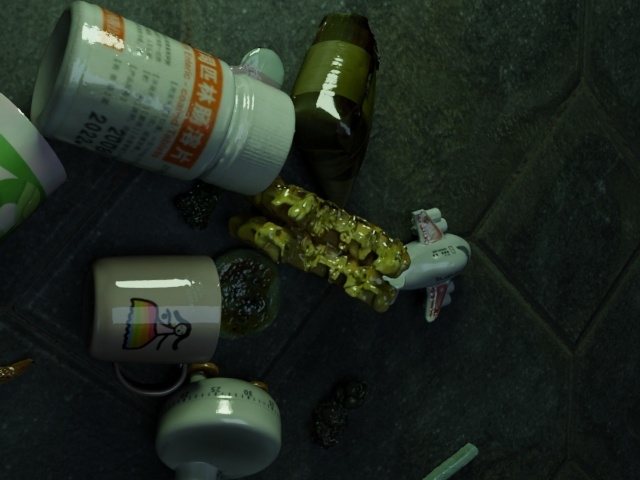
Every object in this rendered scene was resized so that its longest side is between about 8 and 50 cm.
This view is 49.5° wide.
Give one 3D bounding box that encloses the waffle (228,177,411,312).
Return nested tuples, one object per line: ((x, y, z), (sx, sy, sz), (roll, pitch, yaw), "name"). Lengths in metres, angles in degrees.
((0.000, 0.000, 1.283), (0.324, 0.261, 0.151), (29, 92, -26), "waffle")

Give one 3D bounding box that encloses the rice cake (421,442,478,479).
((0.310, 0.547, 1.672), (0.170, 0.033, 0.029), (-31, 108, -20), "rice cake")

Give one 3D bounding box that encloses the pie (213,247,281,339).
((-0.152, 0.105, 1.340), (0.186, 0.041, 0.187), (-8, 105, -31), "pie")

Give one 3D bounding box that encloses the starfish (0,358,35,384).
((-0.653, 0.186, 1.063), (0.301, 0.084, 0.294), (-36, 115, -14), "starfish")

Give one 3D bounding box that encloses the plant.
((0.039, 0.364, 1.473), (0.174, 0.087, 0.085), (-52, 147, -6), "plant")

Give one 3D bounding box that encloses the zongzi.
((0.041, -0.245, 1.366), (0.318, 0.154, 0.290), (76, 30, -59), "zongzi")

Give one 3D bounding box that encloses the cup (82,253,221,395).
((-0.298, 0.147, 1.191), (0.200, 0.191, 0.253), (2, 105, -26), "cup")

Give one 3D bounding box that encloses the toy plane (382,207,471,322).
((0.223, 0.053, 1.495), (0.252, 0.118, 0.252), (-6, 102, -30), "toy plane")

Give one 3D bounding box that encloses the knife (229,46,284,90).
((-0.249, -0.281, 1.226), (0.398, 0.038, 0.132), (-5, 105, -27), "knife")

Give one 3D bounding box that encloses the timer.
((-0.186, 0.367, 1.257), (0.233, 0.240, 0.234), (-2, 136, -2), "timer")

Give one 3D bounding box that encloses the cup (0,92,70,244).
((-0.537, -0.076, 1.005), (0.274, 0.253, 0.253), (-46, 117, -24), "cup")

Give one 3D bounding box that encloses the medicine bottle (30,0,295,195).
((-0.243, -0.211, 1.106), (0.371, 0.211, 0.211), (16, 91, -33), "medicine bottle")

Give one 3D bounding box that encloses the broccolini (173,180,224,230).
((-0.190, -0.111, 1.275), (0.074, 0.058, 0.201), (43, 79, -34), "broccolini")
